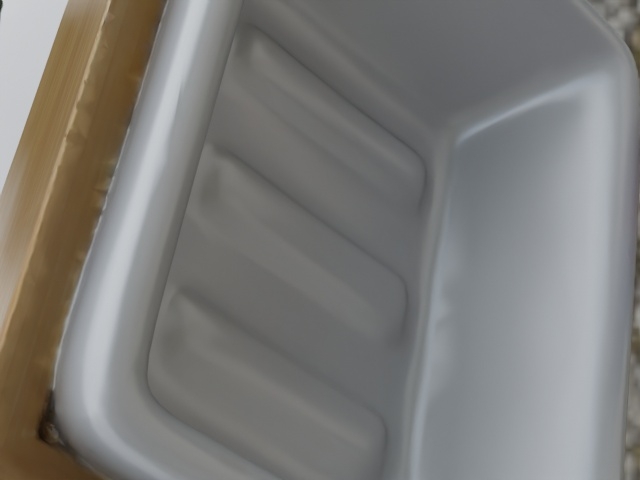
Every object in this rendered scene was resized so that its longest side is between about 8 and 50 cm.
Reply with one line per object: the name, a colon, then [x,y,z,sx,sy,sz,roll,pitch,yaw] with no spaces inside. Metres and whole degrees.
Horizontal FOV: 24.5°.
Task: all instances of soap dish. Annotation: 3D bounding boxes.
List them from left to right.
soap dish: [0.000,0.000,0.494,0.229,0.118,0.290,35,-132,-31]

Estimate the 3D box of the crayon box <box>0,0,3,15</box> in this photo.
crayon box: [-0.340,-0.169,0.778,0.323,0.203,0.083,53,-150,-54]
